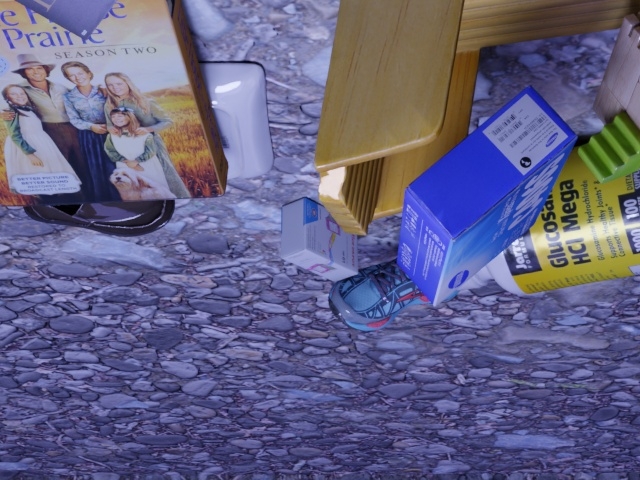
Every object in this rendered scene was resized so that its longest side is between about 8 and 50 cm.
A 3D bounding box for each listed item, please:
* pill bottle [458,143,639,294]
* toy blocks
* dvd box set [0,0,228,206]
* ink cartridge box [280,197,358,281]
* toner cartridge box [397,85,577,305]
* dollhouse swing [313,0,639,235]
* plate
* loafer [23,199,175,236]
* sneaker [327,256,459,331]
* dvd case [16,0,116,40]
[{"bbox_3d":[0.330,-0.029,1.857,0.334,0.187,0.188,-12,152,24],"label":"pill bottle"},{"bbox_3d":[0.454,-0.228,1.401,0.381,0.190,0.261,-20,149,-18],"label":"toy blocks"},{"bbox_3d":[-0.293,-0.186,1.602,0.308,0.062,0.420,-2,147,5],"label":"dvd box set"},{"bbox_3d":[0.000,0.000,2.038,0.052,0.088,0.122,-20,149,36],"label":"ink cartridge box"},{"bbox_3d":[0.170,-0.036,1.474,0.165,0.075,0.348,-38,169,-6],"label":"toner cartridge box"},{"bbox_3d":[0.184,-0.156,1.400,0.305,0.315,0.347,8,173,8],"label":"dollhouse swing"},{"bbox_3d":[-0.205,-0.143,1.787,0.278,0.045,0.277,0,155,1],"label":"plate"},{"bbox_3d":[-0.317,-0.051,1.925,0.220,0.080,0.078,1,169,0],"label":"loafer"},{"bbox_3d":[0.126,0.048,2.089,0.262,0.104,0.125,-21,154,-33],"label":"sneaker"},{"bbox_3d":[-0.290,-0.308,1.361,0.221,0.018,0.164,29,131,-22],"label":"dvd case"}]
